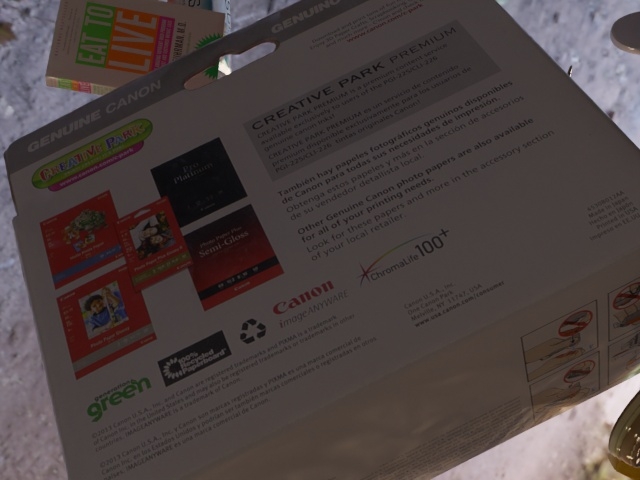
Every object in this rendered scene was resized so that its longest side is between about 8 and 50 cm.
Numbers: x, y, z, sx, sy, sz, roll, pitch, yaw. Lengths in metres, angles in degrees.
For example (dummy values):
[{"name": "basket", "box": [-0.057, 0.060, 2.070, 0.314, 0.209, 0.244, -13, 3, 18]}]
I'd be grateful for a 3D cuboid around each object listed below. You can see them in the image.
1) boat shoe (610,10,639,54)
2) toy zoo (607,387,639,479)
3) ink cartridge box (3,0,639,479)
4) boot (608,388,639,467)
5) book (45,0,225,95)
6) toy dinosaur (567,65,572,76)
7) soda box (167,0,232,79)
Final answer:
[{"name": "boat shoe", "box": [0.698, -0.393, 1.815, 0.088, 0.268, 0.096, 91, -6, -69]}, {"name": "toy zoo", "box": [0.438, 0.181, 0.990, 0.030, 0.192, 0.293, -93, -160, -71]}, {"name": "ink cartridge box", "box": [0.000, 0.000, 0.531, 0.309, 0.272, 0.130, -26, 141, -2]}, {"name": "boot", "box": [0.347, 0.152, 0.700, 0.213, 0.165, 0.077, -25, 139, -13]}, {"name": "book", "box": [-0.161, -0.168, 0.817, 0.035, 0.144, 0.096, 118, -22, -64]}, {"name": "toy dinosaur", "box": [0.192, -0.038, 0.684, 0.092, 0.053, 0.183, -31, 105, -81]}, {"name": "soda box", "box": [-0.149, -0.289, 1.135, 0.058, 0.063, 0.183, 17, 70, -71]}]
